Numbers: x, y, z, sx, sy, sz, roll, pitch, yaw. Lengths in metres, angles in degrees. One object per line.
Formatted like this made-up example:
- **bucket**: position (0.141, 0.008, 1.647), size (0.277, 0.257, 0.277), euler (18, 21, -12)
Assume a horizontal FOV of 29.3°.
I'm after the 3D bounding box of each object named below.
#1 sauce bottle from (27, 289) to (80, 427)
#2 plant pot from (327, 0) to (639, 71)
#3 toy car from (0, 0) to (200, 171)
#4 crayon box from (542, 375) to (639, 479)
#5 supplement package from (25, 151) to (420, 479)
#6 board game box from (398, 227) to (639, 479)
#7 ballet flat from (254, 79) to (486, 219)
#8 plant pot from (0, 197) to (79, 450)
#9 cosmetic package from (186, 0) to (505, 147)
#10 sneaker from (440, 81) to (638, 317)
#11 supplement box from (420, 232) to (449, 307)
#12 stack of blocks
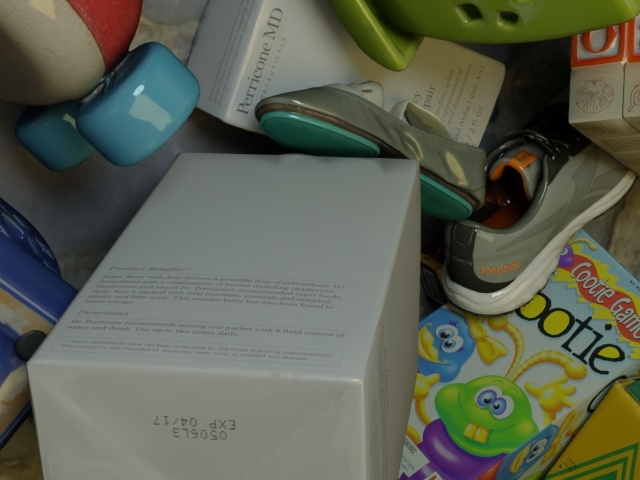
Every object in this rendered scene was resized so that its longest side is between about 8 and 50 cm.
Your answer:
- **sauce bottle**: position (-0.118, 0.192, 0.954), size (0.111, 0.111, 0.344), euler (-36, 124, -16)
- **plant pot**: position (0.088, -0.260, 0.806), size (0.227, 0.207, 0.228), euler (53, 43, -27)
- **toy car**: position (-0.144, -0.201, 0.744), size (0.219, 0.210, 0.238), euler (45, 69, -24)
- **crayon box**: position (0.319, 0.258, 1.155), size (0.363, 0.106, 0.313), euler (-2, 129, -47)
- **supplement package**: position (-0.036, 0.078, 0.758), size (0.177, 0.293, 0.175), euler (2, 116, 10)
- **board game box**: position (0.155, 0.133, 1.055), size (0.275, 0.142, 0.144), euler (-33, 150, -17)
- **ballet flat**: position (0.040, -0.078, 0.885), size (0.213, 0.072, 0.068), euler (24, 68, -37)
- **plant pot**: position (-0.287, 0.047, 0.728), size (0.236, 0.212, 0.236), euler (-51, 126, -7)
- **cosmetic package**: position (0.020, -0.122, 0.936), size (0.231, 0.085, 0.117), euler (13, 101, -36)
- **sneaker**: position (0.193, -0.060, 1.021), size (0.271, 0.100, 0.108), euler (-51, 146, -27)
- **supplement box**: position (0.130, 0.018, 1.083), size (0.083, 0.043, 0.055), euler (-32, 122, -17)
- **stack of blocks**: position (0.303, -0.139, 1.012), size (0.297, 0.087, 0.171), euler (21, 70, -55)
